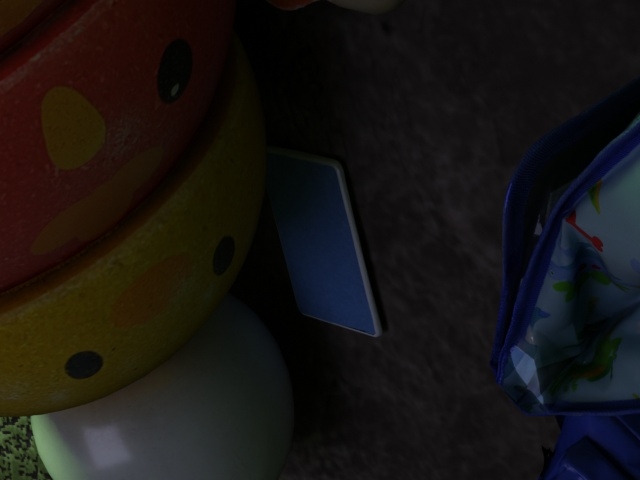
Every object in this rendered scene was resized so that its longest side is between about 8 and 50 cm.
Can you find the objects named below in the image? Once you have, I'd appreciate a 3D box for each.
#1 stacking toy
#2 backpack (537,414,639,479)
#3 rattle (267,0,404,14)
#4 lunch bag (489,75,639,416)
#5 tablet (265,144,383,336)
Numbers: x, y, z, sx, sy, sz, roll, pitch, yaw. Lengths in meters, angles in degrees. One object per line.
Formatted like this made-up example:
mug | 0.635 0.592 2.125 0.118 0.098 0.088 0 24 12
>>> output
stacking toy | -0.127 -0.053 0.775 0.350 0.350 0.480 19 149 44
backpack | 0.112 0.104 0.690 0.098 0.101 0.120 50 149 24
rattle | 0.060 -0.117 0.643 0.200 0.142 0.130 112 154 -68
lunch bag | 0.124 -0.013 0.550 0.096 0.129 0.151 53 148 8
tablet | 0.000 0.000 0.836 0.054 0.006 0.083 15 127 47
